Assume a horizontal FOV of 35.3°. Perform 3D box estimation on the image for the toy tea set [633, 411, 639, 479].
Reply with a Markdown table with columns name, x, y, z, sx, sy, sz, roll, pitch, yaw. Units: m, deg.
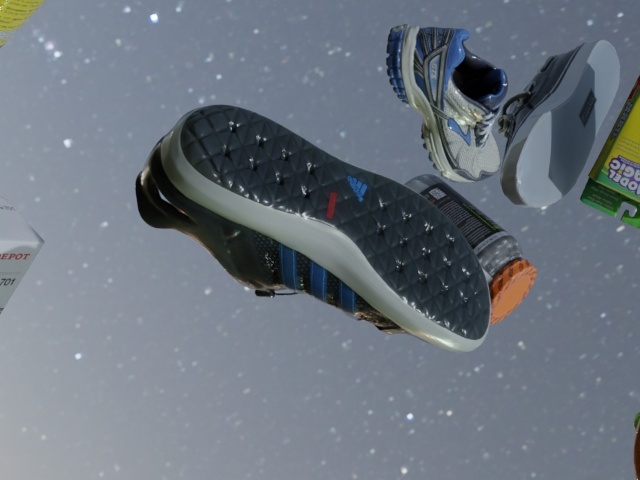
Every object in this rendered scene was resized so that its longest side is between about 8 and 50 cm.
| name | x | y | z | sx | sy | sz | roll | pitch | yaw |
| --- | --- | --- | --- | --- | --- | --- | --- | --- | --- |
| toy tea set | 0.312 | 0.215 | 0.712 | 0.124 | 0.200 | 0.336 | 17 | -62 | 57 |

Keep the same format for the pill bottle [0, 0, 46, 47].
| name | x | y | z | sx | sy | sz | roll | pitch | yaw |
| --- | --- | --- | --- | --- | --- | --- | --- | --- | --- |
| pill bottle | -0.386 | -0.387 | 1.239 | 0.334 | 0.188 | 0.188 | -35 | -99 | 25 |

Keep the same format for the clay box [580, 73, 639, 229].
| name | x | y | z | sx | sy | sz | roll | pitch | yaw |
| --- | --- | --- | --- | --- | --- | --- | --- | --- | --- |
| clay box | 0.414 | -0.119 | 1.192 | 0.127 | 0.053 | 0.222 | 24 | -81 | -1 |

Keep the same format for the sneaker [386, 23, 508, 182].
| name | x | y | z | sx | sy | sz | roll | pitch | yaw |
| --- | --- | --- | --- | --- | --- | --- | --- | --- | --- |
| sneaker | 0.091 | -0.081 | 0.626 | 0.058 | 0.052 | 0.135 | -4 | -33 | 32 |

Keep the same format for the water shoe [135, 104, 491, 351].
| name | x | y | z | sx | sy | sz | roll | pitch | yaw |
| --- | --- | --- | --- | --- | --- | --- | --- | --- | --- |
| water shoe | 0.000 | 0.000 | 0.533 | 0.203 | 0.073 | 0.080 | 33 | -37 | -19 |

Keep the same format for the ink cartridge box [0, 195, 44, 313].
| name | x | y | z | sx | sy | sz | roll | pitch | yaw |
| --- | --- | --- | --- | --- | --- | --- | --- | --- | --- |
| ink cartridge box | -0.406 | 0.048 | 1.067 | 0.082 | 0.139 | 0.191 | 45 | -71 | 22 |

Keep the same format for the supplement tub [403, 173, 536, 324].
| name | x | y | z | sx | sy | sz | roll | pitch | yaw |
| --- | --- | --- | --- | --- | --- | --- | --- | --- | --- |
| supplement tub | 0.171 | 0.012 | 1.267 | 0.190 | 0.117 | 0.117 | 42 | -37 | 29 |

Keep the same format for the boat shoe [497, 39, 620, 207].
| name | x | y | z | sx | sy | sz | roll | pitch | yaw |
| --- | --- | --- | --- | --- | --- | --- | --- | --- | --- |
| boat shoe | 0.286 | -0.153 | 1.302 | 0.104 | 0.306 | 0.113 | -3 | -46 | 43 |
